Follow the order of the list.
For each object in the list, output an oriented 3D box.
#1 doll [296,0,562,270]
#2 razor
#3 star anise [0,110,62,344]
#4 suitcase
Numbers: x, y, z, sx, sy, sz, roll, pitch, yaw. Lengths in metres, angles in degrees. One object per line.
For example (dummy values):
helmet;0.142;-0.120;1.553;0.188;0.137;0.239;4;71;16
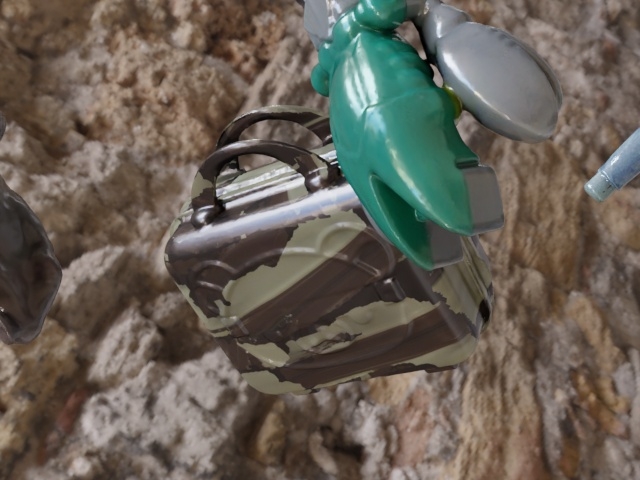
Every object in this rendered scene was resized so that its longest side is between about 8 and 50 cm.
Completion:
doll;0.079;-0.111;0.629;0.195;0.153;0.258;-2;99;60
razor;0.207;-0.074;0.480;0.135;0.040;0.068;-45;2;8
star anise;-0.276;-0.068;0.441;0.316;0.359;0.139;-55;-4;34
suitcase;0.000;0.000;0.954;0.351;0.339;0.194;-16;29;31
